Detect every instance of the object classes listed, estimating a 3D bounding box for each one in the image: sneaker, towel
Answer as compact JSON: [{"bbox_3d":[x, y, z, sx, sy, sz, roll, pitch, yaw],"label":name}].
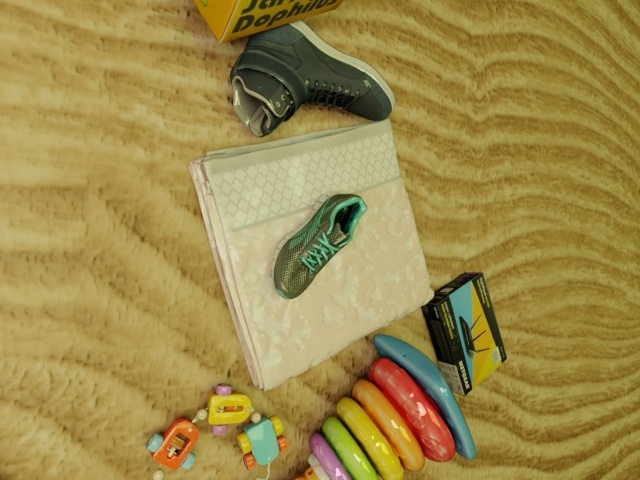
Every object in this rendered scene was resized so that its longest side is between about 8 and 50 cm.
[{"bbox_3d":[-0.011,-0.186,0.578,0.226,0.086,0.163,27,64,-17],"label":"sneaker"},{"bbox_3d":[0.000,0.000,0.539,0.065,0.076,0.166,40,70,-23],"label":"sneaker"},{"bbox_3d":[0.013,0.002,0.622,0.331,0.053,0.317,-20,100,-30],"label":"towel"}]

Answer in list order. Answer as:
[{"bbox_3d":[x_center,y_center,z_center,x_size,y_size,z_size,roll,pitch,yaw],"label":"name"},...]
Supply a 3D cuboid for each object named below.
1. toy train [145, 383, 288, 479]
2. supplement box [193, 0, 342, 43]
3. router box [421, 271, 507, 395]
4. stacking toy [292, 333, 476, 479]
[{"bbox_3d":[-0.123,0.248,0.535,0.166,0.046,0.125,38,71,-22],"label":"toy train"},{"bbox_3d":[-0.095,-0.435,0.443,0.194,0.195,0.357,-33,94,-29],"label":"supplement box"},{"bbox_3d":[0.260,0.163,0.776,0.133,0.046,0.179,-26,102,-30],"label":"router box"},{"bbox_3d":[0.046,0.291,0.591,0.302,0.175,0.166,-33,115,-16],"label":"stacking toy"}]
